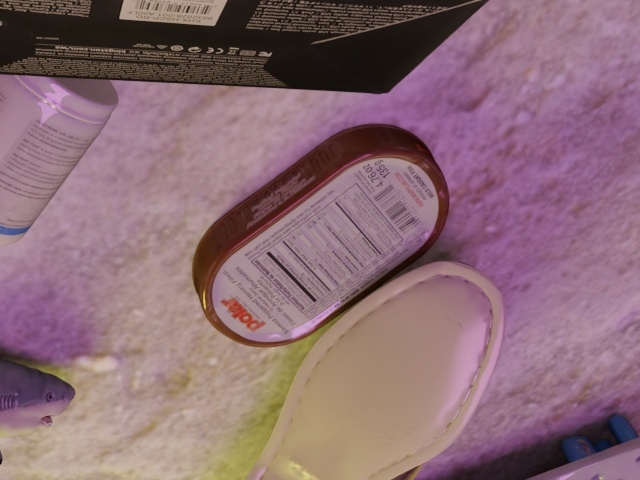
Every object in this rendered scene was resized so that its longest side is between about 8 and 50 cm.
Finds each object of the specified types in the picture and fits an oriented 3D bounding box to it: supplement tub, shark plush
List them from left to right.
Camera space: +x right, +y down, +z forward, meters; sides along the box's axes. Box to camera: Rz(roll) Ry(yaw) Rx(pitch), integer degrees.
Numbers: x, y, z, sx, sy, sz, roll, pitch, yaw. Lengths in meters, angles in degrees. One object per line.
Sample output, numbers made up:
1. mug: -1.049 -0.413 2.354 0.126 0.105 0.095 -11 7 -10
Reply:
1. shark plush: -0.243 0.077 0.648 0.161 0.073 0.067 44 83 -14
2. supplement tub: -0.171 -0.057 0.551 0.071 0.071 0.107 31 110 -31

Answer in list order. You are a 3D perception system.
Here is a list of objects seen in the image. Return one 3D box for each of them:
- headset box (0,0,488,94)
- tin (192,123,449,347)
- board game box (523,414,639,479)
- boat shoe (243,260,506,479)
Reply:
1. headset box: -0.064 -0.216 0.377 0.218 0.110 0.293 -1 79 -18
2. tin: 0.000 0.000 0.664 0.190 0.040 0.106 -36 121 9
3. board game box: 0.142 0.367 0.945 0.390 0.050 0.390 -19 127 -5
4. boat shoe: 0.029 0.141 0.730 0.116 0.097 0.324 35 109 9
